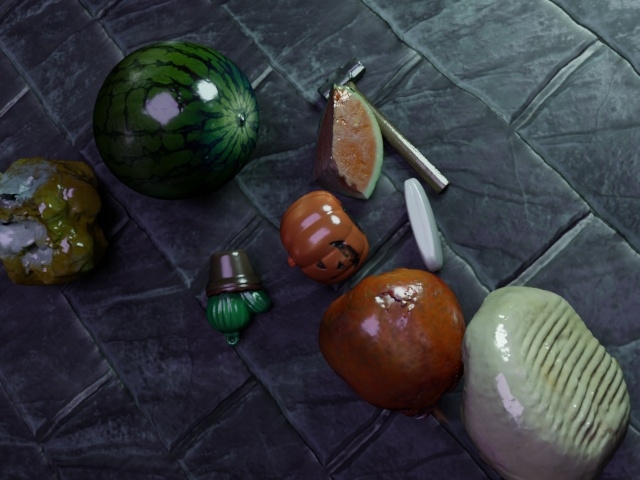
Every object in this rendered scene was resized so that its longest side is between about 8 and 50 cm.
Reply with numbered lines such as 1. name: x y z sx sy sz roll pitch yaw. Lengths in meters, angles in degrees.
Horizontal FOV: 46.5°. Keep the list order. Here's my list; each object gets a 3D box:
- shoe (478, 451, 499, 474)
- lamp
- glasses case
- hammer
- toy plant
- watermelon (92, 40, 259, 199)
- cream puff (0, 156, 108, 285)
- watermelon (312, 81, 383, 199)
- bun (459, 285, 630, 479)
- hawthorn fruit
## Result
1. shoe: 0.379 0.400 1.333 0.180 0.089 0.092 27 76 20
2. lamp: 0.000 0.000 1.497 0.164 0.187 0.188 -38 69 10
3. glasses case: 0.205 -0.032 1.489 0.049 0.074 0.194 -17 74 15
4. hammer: 0.144 -0.236 1.580 0.111 0.043 0.365 -42 71 5
5. toy plant: -0.177 0.121 1.580 0.142 0.105 0.201 -9 93 3
6. watermelon: -0.303 -0.250 1.582 0.363 0.363 0.364 -4 77 18
7. cream puff: -0.628 -0.046 1.721 0.323 0.270 0.274 1 44 19
8. watermelon: 0.042 -0.205 1.572 0.146 0.128 0.231 7 94 59
9. bun: 0.353 0.254 1.258 0.213 0.361 0.361 -42 64 40
10. hawthorn fruit: 0.156 0.207 1.369 0.276 0.276 0.308 -33 84 10
